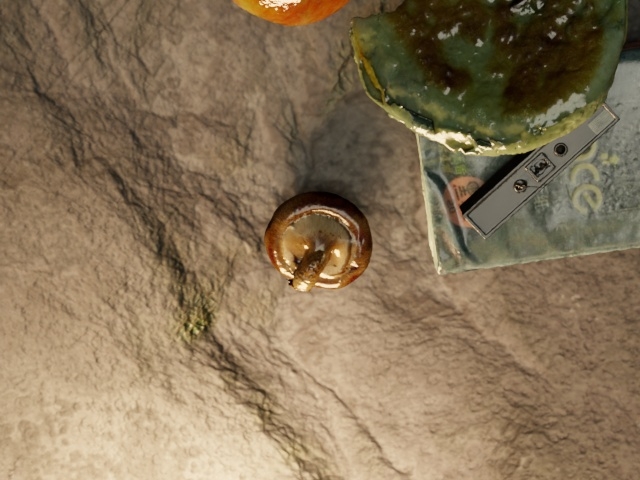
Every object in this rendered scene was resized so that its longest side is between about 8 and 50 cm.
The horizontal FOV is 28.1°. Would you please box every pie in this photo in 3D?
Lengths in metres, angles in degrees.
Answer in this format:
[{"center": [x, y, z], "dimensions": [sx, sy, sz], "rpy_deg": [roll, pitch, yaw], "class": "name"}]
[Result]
[{"center": [0.181, -0.228, 1.351], "dimensions": [0.302, 0.067, 0.302], "rpy_deg": [-4, 76, 16], "class": "pie"}]

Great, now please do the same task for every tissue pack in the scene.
[{"center": [0.268, -0.097, 1.448], "dimensions": [0.316, 0.103, 0.228], "rpy_deg": [-9, 108, 3], "class": "tissue pack"}]

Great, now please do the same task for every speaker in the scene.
[{"center": [0.234, -0.082, 1.376], "dimensions": [0.191, 0.046, 0.040], "rpy_deg": [-42, 101, 12], "class": "speaker"}]

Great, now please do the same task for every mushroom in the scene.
[{"center": [0.000, 0.000, 1.485], "dimensions": [0.127, 0.087, 0.127], "rpy_deg": [0, 112, -1], "class": "mushroom"}]

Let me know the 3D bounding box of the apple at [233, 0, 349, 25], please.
[{"center": [-0.037, -0.322, 1.357], "dimensions": [0.195, 0.160, 0.173], "rpy_deg": [33, 126, -13], "class": "apple"}]
